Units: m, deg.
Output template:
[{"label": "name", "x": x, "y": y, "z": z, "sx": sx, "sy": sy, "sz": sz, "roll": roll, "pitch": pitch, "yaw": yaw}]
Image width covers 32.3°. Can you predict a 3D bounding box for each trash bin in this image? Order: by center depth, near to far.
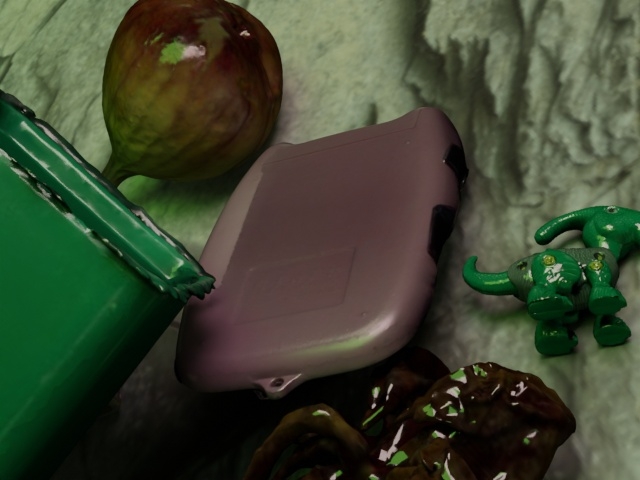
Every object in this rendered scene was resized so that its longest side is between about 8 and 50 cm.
[{"label": "trash bin", "x": -0.257, "y": 0.104, "z": 0.649, "sx": 0.259, "sy": 0.295, "sz": 0.381, "roll": 43, "pitch": 91, "yaw": 1}]

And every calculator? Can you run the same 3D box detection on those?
[{"label": "calculator", "x": 0.000, "y": -0.001, "z": 0.761, "sx": 0.194, "sy": 0.043, "sz": 0.294, "roll": -11, "pitch": 34, "yaw": 22}]

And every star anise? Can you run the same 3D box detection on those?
[{"label": "star anise", "x": 0.032, "y": 0.144, "z": 0.626, "sx": 0.190, "sy": 0.126, "sz": 0.220, "roll": 0, "pitch": 42, "yaw": 46}]

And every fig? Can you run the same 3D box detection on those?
[{"label": "fig", "x": -0.117, "y": -0.088, "z": 0.906, "sx": 0.143, "sy": 0.160, "sz": 0.231, "roll": 21, "pitch": 105, "yaw": 8}]

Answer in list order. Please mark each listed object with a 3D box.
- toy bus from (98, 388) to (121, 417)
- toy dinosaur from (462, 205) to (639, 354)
[{"label": "toy bus", "x": -0.285, "y": 0.125, "z": 0.845, "sx": 0.268, "sy": 0.106, "sz": 0.092, "roll": -22, "pitch": 50, "yaw": 11}, {"label": "toy dinosaur", "x": 0.157, "y": 0.019, "z": 0.716, "sx": 0.132, "sy": 0.059, "sz": 0.096, "roll": -5, "pitch": 46, "yaw": 16}]
